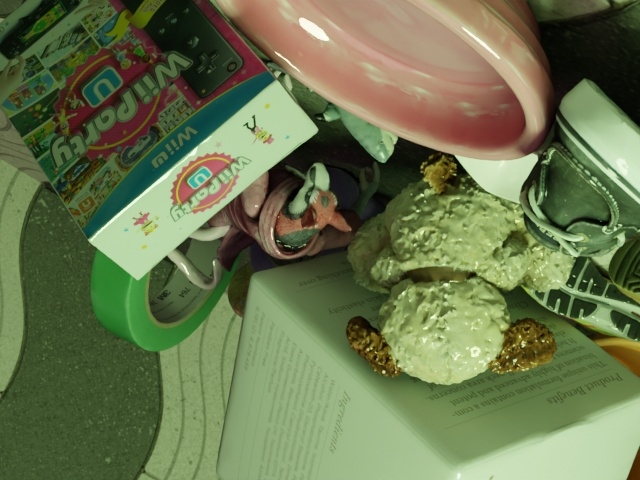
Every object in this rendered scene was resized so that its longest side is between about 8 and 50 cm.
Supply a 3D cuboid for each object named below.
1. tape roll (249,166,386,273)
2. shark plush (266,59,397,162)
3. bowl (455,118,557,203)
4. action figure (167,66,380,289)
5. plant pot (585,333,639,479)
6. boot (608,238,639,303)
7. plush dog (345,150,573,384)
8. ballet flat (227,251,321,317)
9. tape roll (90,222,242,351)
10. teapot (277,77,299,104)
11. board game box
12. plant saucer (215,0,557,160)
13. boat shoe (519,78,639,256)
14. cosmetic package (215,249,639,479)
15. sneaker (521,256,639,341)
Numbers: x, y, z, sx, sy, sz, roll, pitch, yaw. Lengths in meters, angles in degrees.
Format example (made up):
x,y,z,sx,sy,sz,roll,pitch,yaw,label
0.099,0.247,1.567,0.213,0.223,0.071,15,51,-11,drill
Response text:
x,y,z,sx,sy,sz,roll,pitch,yaw,label
0.000,0.000,1.783,0.189,0.189,0.080,16,163,47,tape roll
0.019,-0.151,1.398,0.161,0.067,0.073,34,168,-20,shark plush
0.203,-0.083,1.289,0.142,0.053,0.142,21,166,39,bowl
-0.085,-0.055,1.620,0.248,0.276,0.370,42,177,-27,action figure
0.387,0.259,1.835,0.290,0.291,0.203,30,-174,-5,plant pot
0.457,0.105,1.425,0.236,0.089,0.269,32,174,46,boot
0.141,0.046,1.416,0.262,0.226,0.211,-2,156,12,plush dog
0.038,0.064,1.922,0.348,0.123,0.123,2,-178,-29,ballet flat
-0.231,0.014,2.061,0.077,0.321,0.321,25,168,23,tape roll
-0.158,-0.141,1.460,0.187,0.252,0.256,34,-162,-26,teapot
-0.178,-0.145,1.257,0.303,0.224,0.097,51,-179,35,board game box
0.058,-0.188,1.117,0.332,0.084,0.332,29,169,6,plant saucer
0.227,-0.034,1.082,0.121,0.119,0.335,51,-173,17,boat shoe
0.123,0.238,1.606,0.329,0.328,0.393,-12,-142,-36,cosmetic package
0.316,0.068,1.600,0.208,0.081,0.094,30,170,-8,sneaker
